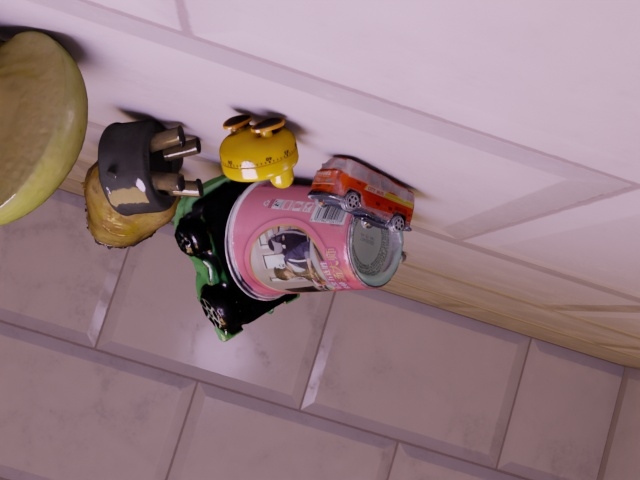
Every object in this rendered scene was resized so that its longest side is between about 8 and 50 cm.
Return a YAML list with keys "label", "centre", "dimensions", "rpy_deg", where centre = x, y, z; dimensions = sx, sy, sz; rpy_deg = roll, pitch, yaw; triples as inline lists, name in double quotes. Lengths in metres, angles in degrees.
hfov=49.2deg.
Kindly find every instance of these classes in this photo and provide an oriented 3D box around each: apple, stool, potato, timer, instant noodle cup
- label: "apple"
  centre: [-0.434, -0.154, 0.842]
  dimensions: [0.291, 0.254, 0.292]
  rpy_deg: [21, 176, 1]
- label: "stool"
  centre: [-0.275, -0.137, 1.173]
  dimensions: [0.139, 0.228, 0.153]
  rpy_deg: [-4, 126, 11]
- label: "potato"
  centre: [-0.416, -0.108, 1.546]
  dimensions: [0.229, 0.230, 0.266]
  rpy_deg: [20, 158, -22]
- label: "timer"
  centre: [-0.079, -0.108, 0.933]
  dimensions: [0.107, 0.109, 0.107]
  rpy_deg: [-8, -153, 4]
- label: "instant noodle cup"
  centre: [0.000, 0.000, 1.238]
  dimensions: [0.254, 0.244, 0.243]
  rpy_deg: [2, 165, 39]

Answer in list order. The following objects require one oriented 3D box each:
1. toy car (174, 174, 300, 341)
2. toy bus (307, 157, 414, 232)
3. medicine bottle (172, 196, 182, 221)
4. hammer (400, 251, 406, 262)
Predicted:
- label: "toy car"
  centre: [-0.171, 0.042, 1.410]
  dimensions: [0.176, 0.213, 0.359]
  rpy_deg: [16, 131, 55]
- label: "toy bus"
  centre: [0.064, -0.067, 1.040]
  dimensions: [0.174, 0.077, 0.079]
  rpy_deg: [23, 172, -39]
- label: "medicine bottle"
  centre: [-0.398, -0.096, 1.966]
  dimensions: [0.090, 0.091, 0.216]
  rpy_deg: [18, 173, -12]
- label: "hammer"
  centre: [0.186, 0.036, 1.836]
  dimensions: [0.052, 0.031, 0.083]
  rpy_deg: [25, 177, -32]
